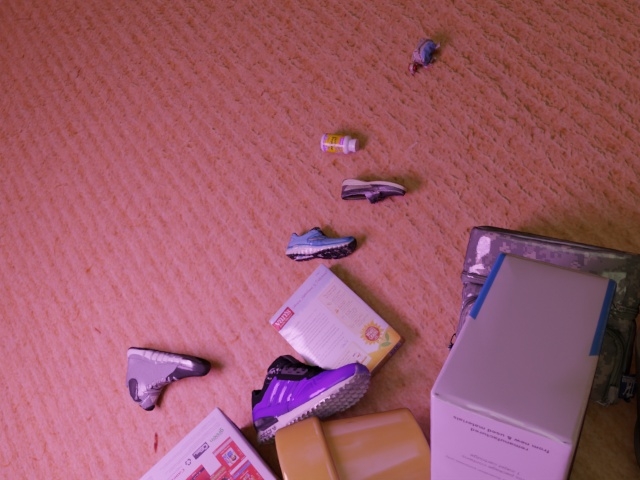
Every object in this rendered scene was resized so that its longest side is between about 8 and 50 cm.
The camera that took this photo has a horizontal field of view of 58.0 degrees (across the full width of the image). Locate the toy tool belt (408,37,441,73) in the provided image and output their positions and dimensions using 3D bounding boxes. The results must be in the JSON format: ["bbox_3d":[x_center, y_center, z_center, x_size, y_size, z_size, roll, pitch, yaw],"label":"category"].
[{"bbox_3d":[0.240,-0.422,1.324,0.051,0.052,0.083,21,80,34],"label":"toy tool belt"}]

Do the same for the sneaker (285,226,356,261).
[{"bbox_3d":[0.000,0.000,1.259,0.162,0.063,0.073,-4,67,19],"label":"sneaker"}]

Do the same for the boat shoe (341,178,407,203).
[{"bbox_3d":[0.115,-0.103,1.260,0.152,0.056,0.049,6,79,32],"label":"boat shoe"}]

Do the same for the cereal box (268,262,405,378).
[{"bbox_3d":[0.030,0.186,1.191,0.173,0.047,0.240,-47,62,-1],"label":"cereal box"}]

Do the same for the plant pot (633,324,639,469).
[{"bbox_3d":[0.568,0.218,0.778,0.323,0.280,0.323,-29,23,14],"label":"plant pot"}]

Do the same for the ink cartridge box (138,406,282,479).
[{"bbox_3d":[-0.211,0.521,1.050,0.309,0.130,0.271,-41,51,-15],"label":"ink cartridge box"}]

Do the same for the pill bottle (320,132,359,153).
[{"bbox_3d":[0.046,-0.222,1.329,0.083,0.043,0.044,9,75,23],"label":"pill bottle"}]

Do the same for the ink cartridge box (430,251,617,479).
[{"bbox_3d":[0.279,0.265,0.825,0.166,0.395,0.285,15,43,27],"label":"ink cartridge box"}]

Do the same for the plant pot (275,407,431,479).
[{"bbox_3d":[0.073,0.410,1.002,0.238,0.254,0.254,-21,65,-5],"label":"plant pot"}]

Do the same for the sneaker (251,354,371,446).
[{"bbox_3d":[-0.039,0.279,1.116,0.293,0.102,0.146,-37,57,28],"label":"sneaker"}]

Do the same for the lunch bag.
[{"bbox_3d":[0.393,0.123,1.000,0.304,0.212,0.256,12,95,25],"label":"lunch bag"}]

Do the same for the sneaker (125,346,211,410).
[{"bbox_3d":[-0.342,0.313,1.272,0.228,0.086,0.132,2,77,31],"label":"sneaker"}]
